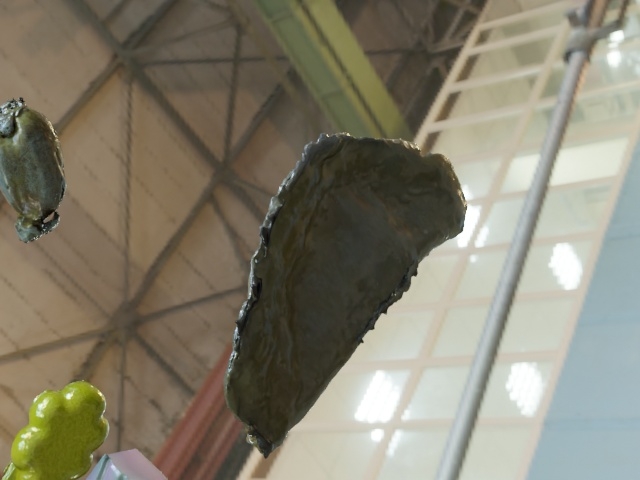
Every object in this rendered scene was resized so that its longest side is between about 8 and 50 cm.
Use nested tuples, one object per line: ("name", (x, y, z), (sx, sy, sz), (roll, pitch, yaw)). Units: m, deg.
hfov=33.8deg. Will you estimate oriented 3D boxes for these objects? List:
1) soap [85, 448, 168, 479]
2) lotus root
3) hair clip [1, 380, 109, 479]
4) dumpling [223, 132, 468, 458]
("soap", (-0.193, 0.282, 1.028), (0.056, 0.100, 0.149), (-4, -59, -52))
("lotus root", (-0.331, -0.081, 1.195), (0.088, 0.088, 0.165), (-26, -71, -50))
("hair clip", (-0.237, 0.193, 0.868), (0.072, 0.046, 0.173), (38, -94, -30))
("dumpling", (-0.001, 0.003, 0.817), (0.332, 0.086, 0.166), (-47, -63, -42))
